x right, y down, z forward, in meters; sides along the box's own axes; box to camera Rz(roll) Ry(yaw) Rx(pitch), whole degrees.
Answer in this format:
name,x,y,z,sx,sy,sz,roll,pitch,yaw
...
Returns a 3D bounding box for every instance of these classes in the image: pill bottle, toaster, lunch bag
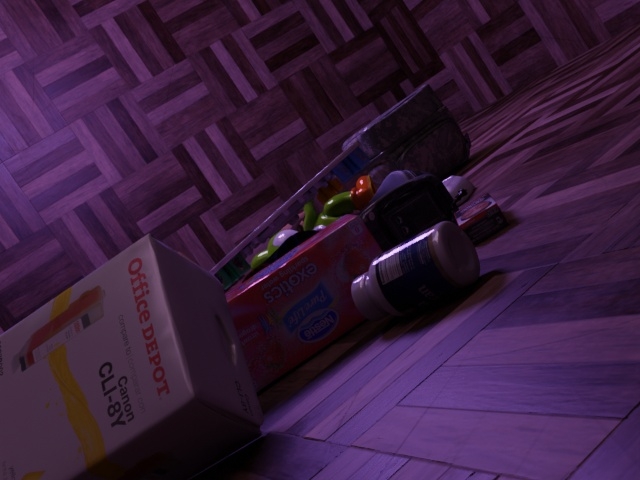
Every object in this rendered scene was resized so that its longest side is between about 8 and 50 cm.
name,x,y,z,sx,sy,sz,roll,pitch,yaw
pill bottle,0.127,0.049,1.146,0.169,0.094,0.094,-31,6,35
toaster,0.162,-0.040,1.590,0.227,0.129,0.146,-34,3,-11
lunch bag,0.260,-0.265,2.386,0.305,0.256,0.212,-38,5,-25

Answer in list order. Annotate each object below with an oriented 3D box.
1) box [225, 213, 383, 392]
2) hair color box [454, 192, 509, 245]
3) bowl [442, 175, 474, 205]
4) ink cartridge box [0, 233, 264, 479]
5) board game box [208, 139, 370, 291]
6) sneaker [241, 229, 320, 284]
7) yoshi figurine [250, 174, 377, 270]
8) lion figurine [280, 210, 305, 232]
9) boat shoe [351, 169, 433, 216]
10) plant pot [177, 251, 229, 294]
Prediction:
name,x,y,z,sx,sy,sz,roll,pitch,yaw
box,-0.029,0.099,1.354,0.300,0.154,0.142,-33,5,-3
hair color box,0.265,-0.037,1.375,0.072,0.043,0.141,-32,6,10
bowl,0.267,-0.092,1.853,0.142,0.053,0.142,-32,7,28
ink cartridge box,-0.303,0.214,1.124,0.385,0.279,0.160,-33,-38,12
board game box,-0.077,-0.033,1.745,0.390,0.050,0.390,-42,1,-8
sneaker,-0.079,0.051,1.740,0.221,0.083,0.087,-33,2,-14
yoshi figurine,-0.004,-0.016,2.046,0.362,0.203,0.203,-28,-28,10
lion figurine,-0.109,0.038,2.551,0.240,0.142,0.392,-39,5,35
boat shoe,0.143,-0.049,1.813,0.105,0.113,0.306,-8,-34,-37
plant pot,-0.340,0.164,2.138,0.237,0.254,0.237,-34,4,3
